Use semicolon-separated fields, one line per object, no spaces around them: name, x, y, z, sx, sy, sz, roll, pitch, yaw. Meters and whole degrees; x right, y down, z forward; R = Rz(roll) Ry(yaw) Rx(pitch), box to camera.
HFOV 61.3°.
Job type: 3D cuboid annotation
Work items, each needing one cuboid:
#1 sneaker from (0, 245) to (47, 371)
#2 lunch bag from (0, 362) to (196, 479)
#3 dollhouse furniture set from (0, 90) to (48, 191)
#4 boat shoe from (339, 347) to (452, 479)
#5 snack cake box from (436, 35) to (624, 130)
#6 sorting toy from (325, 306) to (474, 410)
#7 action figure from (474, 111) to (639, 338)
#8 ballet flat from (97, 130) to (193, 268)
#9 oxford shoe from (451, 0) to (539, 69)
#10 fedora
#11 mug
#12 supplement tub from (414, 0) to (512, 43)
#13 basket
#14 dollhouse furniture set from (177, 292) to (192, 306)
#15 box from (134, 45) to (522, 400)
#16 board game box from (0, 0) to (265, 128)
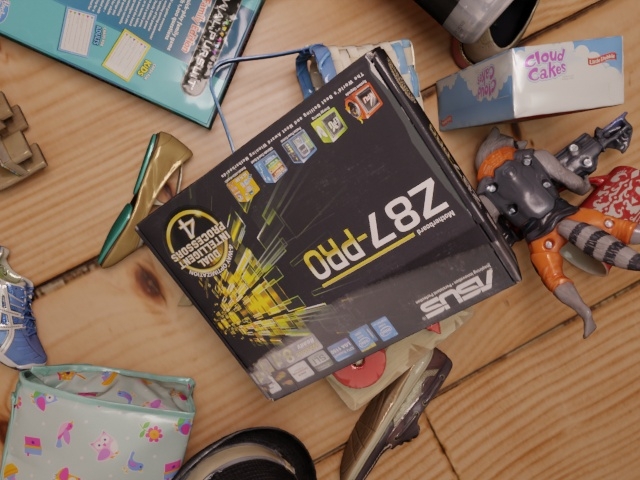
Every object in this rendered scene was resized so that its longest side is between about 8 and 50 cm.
sneaker;-0.475;0.105;0.823;0.081;0.080;0.211;-26;102;-1
lunch bag;-0.345;0.316;0.835;0.262;0.160;0.223;12;97;-16
dollhouse furniture set;-0.530;-0.187;0.713;0.161;0.212;0.242;-31;75;-5
boat shoe;0.132;0.306;0.932;0.092;0.103;0.285;31;87;-7
snack cake box;0.289;-0.219;0.794;0.152;0.264;0.089;-7;99;-8
sorting toy;0.073;0.098;0.861;0.257;0.089;0.255;-39;84;-2
action figure;0.384;-0.072;0.833;0.341;0.178;0.330;-46;63;7
ballet flat;-0.266;-0.052;0.836;0.073;0.080;0.232;24;96;-26
oxford shoe;0.318;-0.435;0.836;0.123;0.130;0.348;14;96;-10
fedora;-0.099;0.462;0.832;0.334;0.152;0.333;-13;113;-33
mug;0.484;-0.048;0.928;0.150;0.113;0.169;42;87;-18
supplement tub;0.141;-0.425;0.689;0.316;0.193;0.193;40;91;-2
basket;0.006;-0.158;0.793;0.289;0.201;0.254;-16;102;-12
dollhouse furniture set;-0.224;0.046;0.858;0.081;0.091;0.114;28;96;4
box;0.000;0.000;0.706;0.395;0.097;0.318;-30;103;23
board game box;-0.270;-0.349;0.788;0.336;0.079;0.253;23;93;-11
